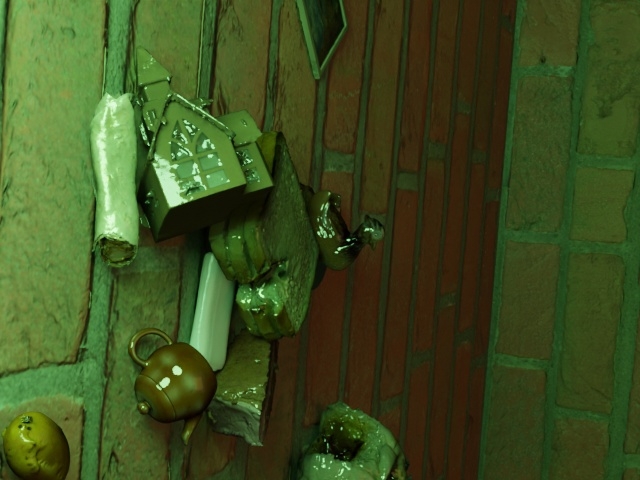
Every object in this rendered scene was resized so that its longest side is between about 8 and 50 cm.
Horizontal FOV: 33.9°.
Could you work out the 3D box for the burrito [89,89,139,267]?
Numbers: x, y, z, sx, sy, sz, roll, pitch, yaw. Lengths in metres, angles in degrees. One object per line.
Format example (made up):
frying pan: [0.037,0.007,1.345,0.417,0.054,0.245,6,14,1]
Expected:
burrito: [-0.259,-0.079,1.320,0.087,0.060,0.226,168,-79,-78]

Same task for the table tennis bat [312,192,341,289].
table tennis bat: [0.000,0.000,2.032,0.124,0.033,0.201,56,46,-60]

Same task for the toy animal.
toy animal: [0.017,-0.037,1.892,0.089,0.179,0.188,13,56,-70]

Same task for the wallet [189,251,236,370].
wallet: [-0.168,0.114,1.641,0.095,0.033,0.190,23,73,-66]

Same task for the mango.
mango: [-0.332,0.248,1.226,0.127,0.063,0.077,76,24,-50]

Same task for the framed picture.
framed picture: [-0.002,-0.452,1.941,0.184,0.016,0.250,-64,150,-42]

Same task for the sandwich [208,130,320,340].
sandwich: [-0.084,0.005,1.686,0.249,0.095,0.273,-80,160,-44]

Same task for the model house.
model house: [-0.178,-0.153,1.386,0.248,0.176,0.181,68,-19,9]

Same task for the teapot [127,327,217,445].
teapot: [-0.214,0.203,1.468,0.173,0.116,0.116,61,31,-11]

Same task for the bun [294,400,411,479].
bun: [0.073,0.483,2.091,0.281,0.204,0.282,7,90,-69]

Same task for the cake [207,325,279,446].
cake: [-0.119,0.211,1.743,0.295,0.112,0.116,-72,163,-57]
